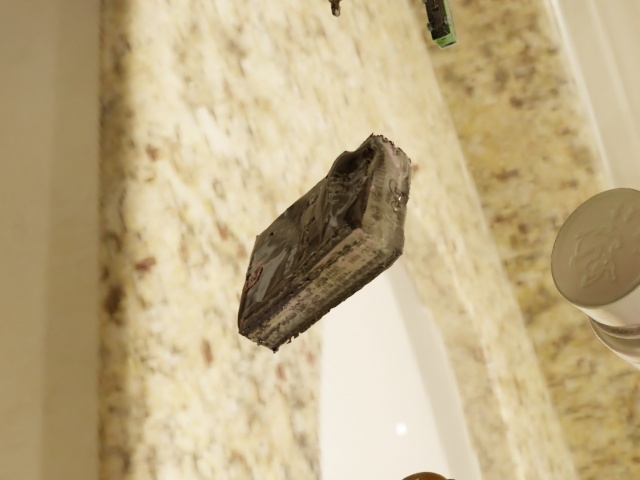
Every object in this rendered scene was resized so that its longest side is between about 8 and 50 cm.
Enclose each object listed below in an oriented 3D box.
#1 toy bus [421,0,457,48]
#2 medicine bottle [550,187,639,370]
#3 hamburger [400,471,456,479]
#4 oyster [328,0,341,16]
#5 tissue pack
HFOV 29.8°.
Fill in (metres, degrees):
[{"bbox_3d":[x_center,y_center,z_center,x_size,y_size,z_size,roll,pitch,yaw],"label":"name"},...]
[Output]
[{"bbox_3d":[0.152,-0.290,1.537,0.037,0.031,0.083,31,46,-56],"label":"toy bus"},{"bbox_3d":[0.386,0.068,1.302,0.293,0.170,0.170,31,45,-38],"label":"medicine bottle"},{"bbox_3d":[0.185,0.478,2.081,0.115,0.162,0.162,50,32,-46],"label":"hamburger"},{"bbox_3d":[-0.003,-0.358,1.457,0.105,0.056,0.177,-83,160,-85],"label":"oyster"},{"bbox_3d":[0.000,0.000,1.882,0.123,0.332,0.245,32,41,-23],"label":"tissue pack"}]
